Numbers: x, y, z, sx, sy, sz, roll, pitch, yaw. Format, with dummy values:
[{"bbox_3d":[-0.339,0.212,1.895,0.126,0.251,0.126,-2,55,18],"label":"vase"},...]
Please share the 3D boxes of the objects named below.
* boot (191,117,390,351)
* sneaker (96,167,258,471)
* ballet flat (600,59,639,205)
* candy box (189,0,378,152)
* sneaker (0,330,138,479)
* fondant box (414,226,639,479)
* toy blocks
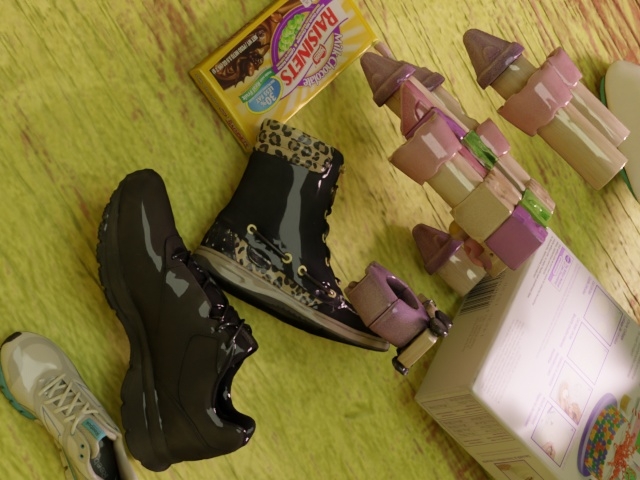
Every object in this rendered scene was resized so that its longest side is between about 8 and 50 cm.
[{"bbox_3d":[0.000,0.000,1.506,0.236,0.085,0.178,27,79,-23],"label":"boot"},{"bbox_3d":[-0.127,0.071,1.390,0.109,0.130,0.286,-28,109,-70],"label":"sneaker"},{"bbox_3d":[0.439,-0.041,1.722,0.139,0.139,0.400,-1,72,-32],"label":"ballet flat"},{"bbox_3d":[-0.035,-0.194,1.548,0.206,0.027,0.105,-45,112,-27],"label":"candy box"},{"bbox_3d":[-0.224,0.162,1.361,0.071,0.083,0.190,-40,105,-27],"label":"sneaker"},{"bbox_3d":[0.280,0.183,1.645,0.330,0.096,0.238,44,54,-20],"label":"fondant box"},{"bbox_3d":[0.118,-0.087,1.497,0.260,0.288,0.309,44,106,0],"label":"toy blocks"}]
